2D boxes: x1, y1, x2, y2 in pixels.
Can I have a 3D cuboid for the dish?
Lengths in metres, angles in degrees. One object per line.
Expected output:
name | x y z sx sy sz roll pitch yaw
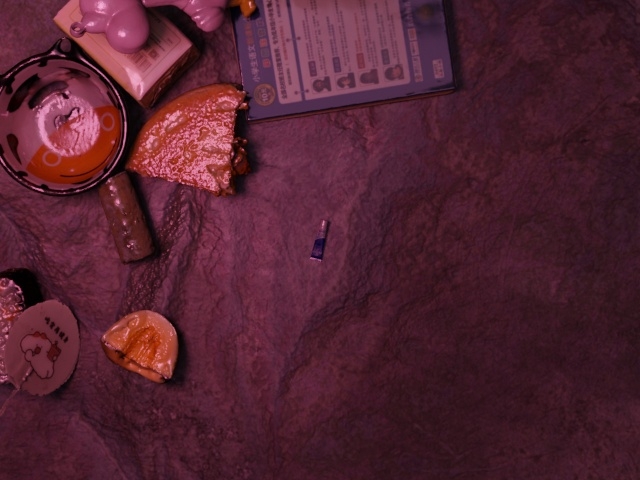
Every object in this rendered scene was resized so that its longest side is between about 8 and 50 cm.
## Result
dish | -0.499 -0.228 1.787 0.302 0.120 0.303 0 95 2

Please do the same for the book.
book | 0.039 -0.409 1.814 0.427 0.039 0.300 -8 92 1

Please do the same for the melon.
melon | -0.348 0.209 1.832 0.160 0.079 0.128 30 74 1

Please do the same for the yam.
yam | -0.385 -0.044 1.807 0.078 0.078 0.179 -18 102 2

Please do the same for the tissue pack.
tissue pack | -0.372 -0.393 1.779 0.234 0.125 0.159 43 89 0

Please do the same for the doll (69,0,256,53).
doll | -0.292 -0.437 1.682 0.365 0.094 0.160 -25 83 -27

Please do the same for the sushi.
sushi | -0.614 0.168 1.806 0.136 0.126 0.225 -1 94 1

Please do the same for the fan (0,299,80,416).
fan | -0.566 0.264 1.751 0.009 0.191 0.329 7 53 32

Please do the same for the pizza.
pizza | -0.235 -0.178 1.805 0.289 0.081 0.229 -38 83 5

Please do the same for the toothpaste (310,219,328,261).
toothpaste | 0.000 0.000 1.844 0.024 0.015 0.083 16 97 8
